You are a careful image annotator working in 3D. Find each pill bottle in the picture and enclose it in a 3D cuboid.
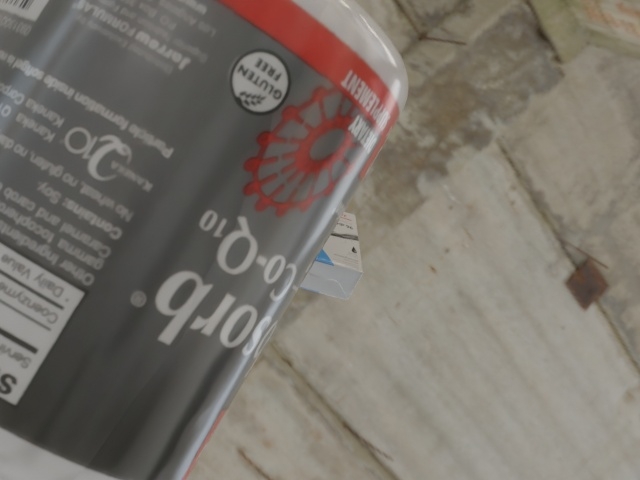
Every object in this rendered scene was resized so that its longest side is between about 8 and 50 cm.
[{"bbox_3d":[-0.127,0.018,0.543,0.210,0.210,0.363,33,-95,-33],"label":"pill bottle"}]

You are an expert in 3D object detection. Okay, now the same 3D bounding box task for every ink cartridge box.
[{"bbox_3d":[0.000,0.000,0.738,0.048,0.083,0.028,16,-55,-16],"label":"ink cartridge box"}]
